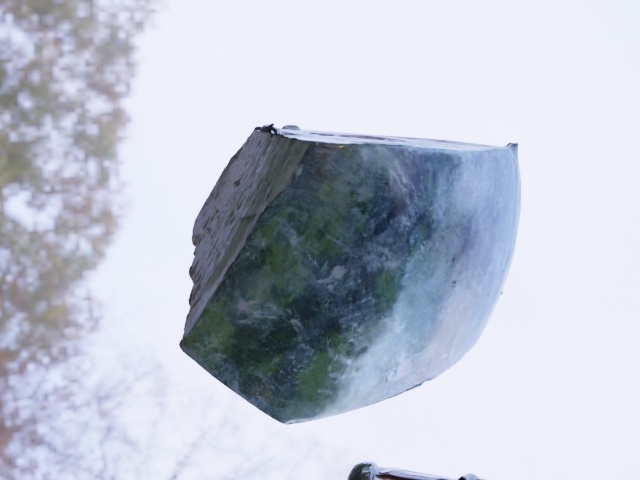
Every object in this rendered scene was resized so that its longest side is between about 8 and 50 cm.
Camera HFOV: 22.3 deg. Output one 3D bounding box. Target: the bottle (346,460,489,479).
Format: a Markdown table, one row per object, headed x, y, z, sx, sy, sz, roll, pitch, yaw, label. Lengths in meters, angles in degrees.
| x | y | z | sx | sy | sz | roll | pitch | yaw | label |
| --- | --- | --- | --- | --- | --- | --- | --- | --- | --- |
| 0.152 | 0.314 | 1.642 | 0.143 | 0.271 | 0.156 | -77 | 175 | -47 | bottle |

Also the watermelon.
| x | y | z | sx | sy | sz | roll | pitch | yaw | label |
| --- | --- | --- | --- | --- | --- | --- | --- | --- | --- |
| 0.000 | 0.000 | 1.364 | 0.258 | 0.387 | 0.228 | 19 | -69 | 39 | watermelon |
